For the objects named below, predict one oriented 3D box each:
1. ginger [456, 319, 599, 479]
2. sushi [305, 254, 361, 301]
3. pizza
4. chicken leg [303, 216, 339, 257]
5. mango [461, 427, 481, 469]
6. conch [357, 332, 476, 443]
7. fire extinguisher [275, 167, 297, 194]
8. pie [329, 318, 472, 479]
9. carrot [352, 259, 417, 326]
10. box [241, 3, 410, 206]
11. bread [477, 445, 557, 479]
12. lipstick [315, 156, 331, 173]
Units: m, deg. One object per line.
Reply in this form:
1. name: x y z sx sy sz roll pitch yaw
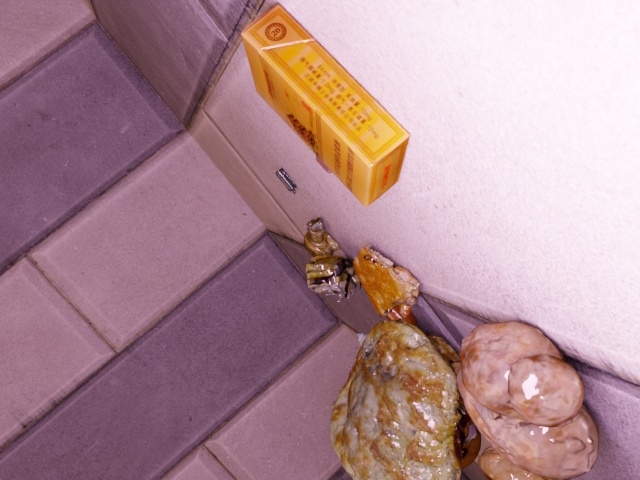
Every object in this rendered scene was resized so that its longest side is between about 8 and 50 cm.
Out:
1. ginger: 0.305 0.233 0.946 0.244 0.155 0.304 45 171 41
2. sushi: 0.027 0.105 1.762 0.291 0.139 0.131 3 -96 -74
3. pizza: 0.155 0.091 1.423 0.189 0.071 0.297 61 169 5
4. chicken leg: 0.000 0.000 1.825 0.103 0.088 0.227 58 168 16
5. mango: 0.380 0.597 2.012 0.264 0.221 0.378 46 -177 -8
6. conch: 0.245 0.377 1.634 0.368 0.197 0.249 14 -167 21
7. fire extinguisher: -0.090 -0.163 1.737 0.083 0.025 0.038 52 148 -15
8. pie: 0.175 0.404 1.430 0.180 0.418 0.395 20 -172 -39
9. carrot: 0.168 0.152 1.680 0.271 0.066 0.062 49 137 16
10. box: 0.006 -0.192 0.917 0.274 0.076 0.174 48 170 13
11. bread: 0.521 0.608 1.583 0.244 0.134 0.244 46 169 11
12. lipstick: 0.020 -0.162 1.078 0.045 0.045 0.145 50 172 7
